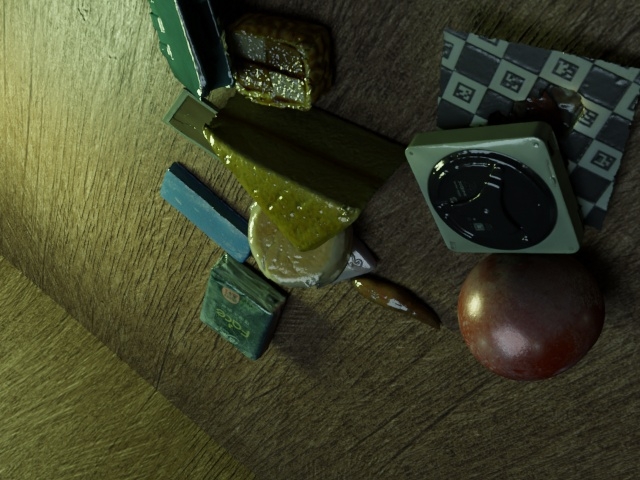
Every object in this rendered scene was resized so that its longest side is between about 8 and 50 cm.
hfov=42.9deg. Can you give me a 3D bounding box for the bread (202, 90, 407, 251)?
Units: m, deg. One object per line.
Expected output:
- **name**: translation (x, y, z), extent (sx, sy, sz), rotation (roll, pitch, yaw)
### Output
- **bread**: translation (-0.048, -0.191, 1.638), extent (0.362, 0.233, 0.245), rotation (45, 147, -4)

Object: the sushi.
- **sushi**: translation (0.355, -0.200, 1.377), extent (0.320, 0.069, 0.339), rotation (17, 140, 20)

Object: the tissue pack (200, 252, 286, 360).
- **tissue pack**: translation (-0.229, 0.200, 2.394), extent (0.228, 0.103, 0.316), rotation (37, 146, 11)

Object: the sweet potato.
- **sweet potato**: translation (0.174, 0.141, 1.956), extent (0.255, 0.058, 0.078), rotation (27, 161, 18)

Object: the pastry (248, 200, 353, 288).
- **pastry**: translation (-0.047, -0.012, 1.854), extent (0.264, 0.133, 0.265), rotation (1, 94, 14)

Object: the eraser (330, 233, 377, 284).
- **eraser**: translation (-0.001, 0.001, 1.968), extent (0.243, 0.059, 0.204), rotation (50, 146, -11)

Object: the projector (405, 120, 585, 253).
- **projector**: translation (0.303, -0.079, 1.425), extent (0.259, 0.079, 0.257), rotation (0, 133, 37)

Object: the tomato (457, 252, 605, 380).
- **tomato**: translation (0.385, 0.126, 1.523), extent (0.270, 0.270, 0.227), rotation (6, 133, 42)

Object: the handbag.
- **handbag**: translation (-0.265, -0.438, 1.630), extent (0.274, 0.100, 0.269), rotation (38, 148, 60)

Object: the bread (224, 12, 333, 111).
- **bread**: translation (-0.078, -0.353, 1.606), extent (0.222, 0.096, 0.181), rotation (19, 139, 30)

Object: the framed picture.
- **framed picture**: translation (-0.242, -0.248, 1.868), extent (0.231, 0.018, 0.293), rotation (34, 164, -14)

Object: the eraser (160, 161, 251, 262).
- **eraser**: translation (-0.302, -0.071, 2.211), extent (0.312, 0.042, 0.144), rotation (41, 147, 2)
